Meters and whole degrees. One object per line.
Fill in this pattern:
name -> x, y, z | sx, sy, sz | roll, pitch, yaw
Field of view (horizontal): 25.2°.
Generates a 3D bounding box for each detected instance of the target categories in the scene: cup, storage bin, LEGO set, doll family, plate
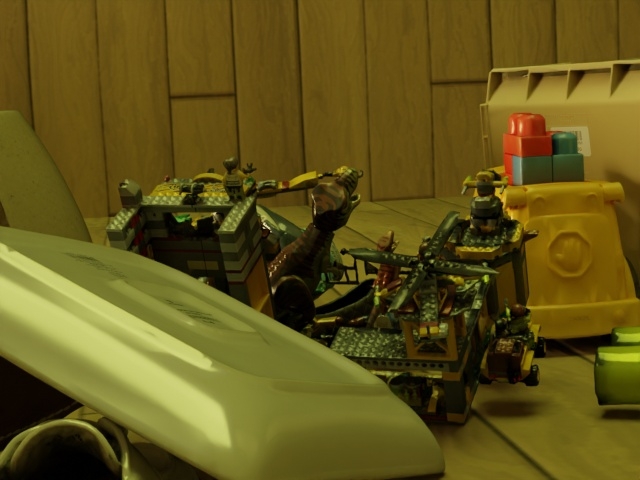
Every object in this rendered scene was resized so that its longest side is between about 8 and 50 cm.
cup -> -0.385, -0.012, 1.464 | 0.331, 0.237, 0.331 | -3, 5, 0
storage bin -> 0.299, -0.054, 1.460 | 0.123, 0.260, 0.262 | -11, 10, -33
LEGO set -> 0.000, 0.000, 1.056 | 0.331, 0.192, 0.255 | 6, 33, 25
doll family -> 0.009, 0.079, 1.210 | 0.192, 0.076, 0.111 | 3, 2, 4
plate -> -0.082, 0.057, 0.813 | 0.278, 0.045, 0.277 | 26, 5, 25

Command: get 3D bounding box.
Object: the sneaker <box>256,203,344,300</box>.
sneaker -> -0.034, 0.015, 1.414 | 0.122, 0.110, 0.283 | -9, -5, -12

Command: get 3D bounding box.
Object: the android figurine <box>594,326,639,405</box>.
android figurine -> 0.337, 0.088, 1.005 | 0.272, 0.056, 0.248 | -1, 6, 18

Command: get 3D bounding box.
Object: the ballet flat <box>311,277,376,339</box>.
ballet flat -> -0.005, 0.070, 1.385 | 0.057, 0.049, 0.173 | 1, 7, 43

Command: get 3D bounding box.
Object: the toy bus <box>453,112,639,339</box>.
toy bus -> 0.198, -0.014, 1.333 | 0.149, 0.212, 0.220 | -5, 4, -7

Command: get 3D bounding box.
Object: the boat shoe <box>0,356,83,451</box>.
boat shoe -> -0.263, 0.108, 0.875 | 0.324, 0.123, 0.120 | -16, 17, -31

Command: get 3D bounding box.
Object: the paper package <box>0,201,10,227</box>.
paper package -> -0.427, -0.040, 0.938 | 0.324, 0.168, 0.309 | -25, 22, -39

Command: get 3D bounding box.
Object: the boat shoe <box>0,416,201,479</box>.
boat shoe -> -0.118, 0.126, 0.680 | 0.096, 0.088, 0.267 | -1, 6, 15
